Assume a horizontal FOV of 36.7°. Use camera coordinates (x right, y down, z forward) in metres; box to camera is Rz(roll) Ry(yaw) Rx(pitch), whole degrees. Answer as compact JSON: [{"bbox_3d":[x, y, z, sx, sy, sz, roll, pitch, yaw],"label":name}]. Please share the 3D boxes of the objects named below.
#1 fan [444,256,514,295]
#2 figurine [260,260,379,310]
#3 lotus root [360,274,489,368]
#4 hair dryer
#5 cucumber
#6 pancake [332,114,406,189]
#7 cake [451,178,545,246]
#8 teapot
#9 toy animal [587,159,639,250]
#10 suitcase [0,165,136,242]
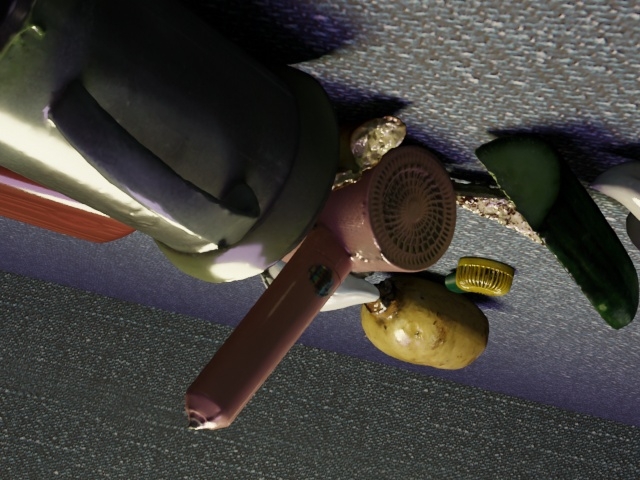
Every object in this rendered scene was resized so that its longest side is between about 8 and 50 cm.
[{"bbox_3d":[0.228,0.059,1.432,0.082,0.039,0.155,16,169,-11],"label":"fan"},{"bbox_3d":[0.000,0.000,1.212,0.208,0.184,0.128,49,-175,16],"label":"figurine"},{"bbox_3d":[0.170,0.136,1.605,0.160,0.146,0.284,-17,149,34],"label":"lotus root"},{"bbox_3d":[-0.036,0.047,0.978,0.210,0.352,0.125,0,134,53],"label":"hair dryer"},{"bbox_3d":[0.245,-0.001,0.914,0.244,0.063,0.115,44,-165,-40],"label":"cucumber"},{"bbox_3d":[-0.052,-0.073,0.951,0.257,0.056,0.212,-20,-163,-1],"label":"pancake"},{"bbox_3d":[0.191,-0.043,1.004,0.140,0.055,0.051,25,-152,12],"label":"cake"},{"bbox_3d":[-0.145,-0.095,0.686,0.337,0.200,0.270,30,-163,-49],"label":"teapot"},{"bbox_3d":[0.390,0.072,0.818,0.367,0.241,0.196,58,-172,28],"label":"toy animal"},{"bbox_3d":[-0.295,-0.111,0.944,0.297,0.161,0.236,19,168,-22],"label":"suitcase"}]
